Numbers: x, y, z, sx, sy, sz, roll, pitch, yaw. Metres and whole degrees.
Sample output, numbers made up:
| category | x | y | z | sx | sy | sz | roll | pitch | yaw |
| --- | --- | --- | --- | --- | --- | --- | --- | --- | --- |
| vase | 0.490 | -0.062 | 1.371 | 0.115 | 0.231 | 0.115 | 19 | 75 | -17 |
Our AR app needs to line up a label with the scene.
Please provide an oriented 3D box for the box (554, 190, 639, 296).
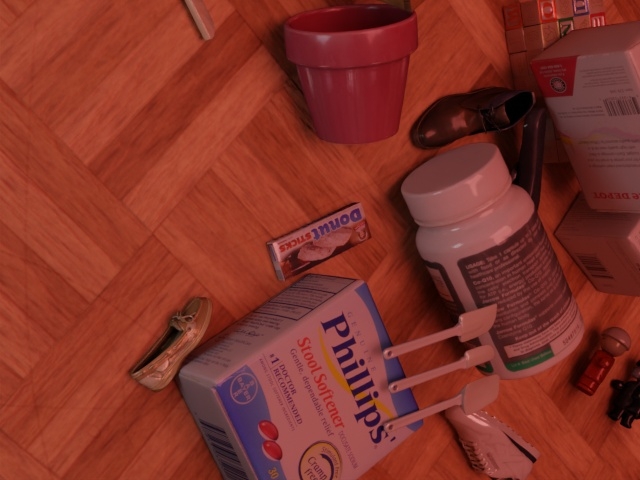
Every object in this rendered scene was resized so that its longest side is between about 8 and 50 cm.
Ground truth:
| category | x | y | z | sx | sy | sz | roll | pitch | yaw |
| --- | --- | --- | --- | --- | --- | --- | --- | --- | --- |
| box | 0.574 | 0.006 | 1.850 | 0.181 | 0.182 | 0.119 | 46 | 68 | -26 |

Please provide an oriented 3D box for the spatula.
| category | x | y | z | sx | sy | sz | roll | pitch | yaw |
| --- | --- | --- | --- | --- | --- | --- | --- | --- | --- |
| spatula | 0.189 | 0.202 | 1.508 | 0.242 | 0.019 | 0.168 | -14 | 112 | -37 |

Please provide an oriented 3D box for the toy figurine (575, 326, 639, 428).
| category | x | y | z | sx | sy | sz | roll | pitch | yaw |
| --- | --- | --- | --- | --- | --- | --- | --- | --- | --- |
| toy figurine | 0.620 | 0.278 | 1.875 | 0.213 | 0.209 | 0.148 | 39 | 81 | -30 |

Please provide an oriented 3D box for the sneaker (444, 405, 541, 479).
| category | x | y | z | sx | sy | sz | roll | pitch | yaw |
| --- | --- | --- | --- | --- | --- | --- | --- | --- | --- |
| sneaker | 0.294 | 0.363 | 1.738 | 0.235 | 0.090 | 0.095 | 39 | 80 | -27 |

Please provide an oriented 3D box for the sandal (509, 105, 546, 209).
| category | x | y | z | sx | sy | sz | roll | pitch | yaw |
| --- | --- | --- | --- | --- | --- | --- | --- | --- | --- |
| sandal | 0.360 | -0.116 | 1.759 | 0.097 | 0.054 | 0.254 | -35 | 132 | -60 |

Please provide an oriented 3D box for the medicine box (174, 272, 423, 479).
| category | x | y | z | sx | sy | sz | roll | pitch | yaw |
| --- | --- | --- | --- | --- | --- | --- | --- | --- | --- |
| medicine box | -0.030 | 0.232 | 1.471 | 0.289 | 0.149 | 0.263 | -33 | 110 | -28 |

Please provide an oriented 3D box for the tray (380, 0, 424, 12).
| category | x | y | z | sx | sy | sz | roll | pitch | yaw |
| --- | --- | --- | --- | --- | --- | --- | --- | --- | --- |
| tray | 0.181 | -0.528 | 1.546 | 0.411 | 0.203 | 0.076 | -46 | 145 | -23 |

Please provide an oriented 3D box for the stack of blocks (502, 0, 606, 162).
| category | x | y | z | sx | sy | sz | roll | pitch | yaw |
| --- | --- | --- | --- | --- | --- | --- | --- | --- | --- |
| stack of blocks | 0.444 | -0.295 | 1.806 | 0.171 | 0.087 | 0.297 | -17 | 102 | -32 |

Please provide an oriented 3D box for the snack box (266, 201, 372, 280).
| category | x | y | z | sx | sy | sz | roll | pitch | yaw |
| --- | --- | --- | --- | --- | --- | --- | --- | --- | --- |
| snack box | 0.000 | 0.000 | 1.557 | 0.178 | 0.022 | 0.064 | -26 | 105 | -30 |

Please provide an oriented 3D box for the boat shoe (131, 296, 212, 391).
| category | x | y | z | sx | sy | sz | roll | pitch | yaw |
| --- | --- | --- | --- | --- | --- | --- | --- | --- | --- |
| boat shoe | -0.209 | 0.140 | 1.404 | 0.048 | 0.056 | 0.153 | 40 | 79 | -30 |

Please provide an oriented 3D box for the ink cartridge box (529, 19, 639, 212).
| category | x | y | z | sx | sy | sz | roll | pitch | yaw |
| --- | --- | --- | --- | --- | --- | --- | --- | --- | --- |
| ink cartridge box | 0.520 | -0.206 | 1.673 | 0.131 | 0.226 | 0.306 | -40 | 114 | -24 |

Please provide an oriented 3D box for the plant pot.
| category | x | y | z | sx | sy | sz | roll | pitch | yaw |
| --- | --- | --- | --- | --- | --- | --- | --- | --- | --- |
| plant pot | 0.050 | -0.249 | 1.493 | 0.201 | 0.201 | 0.180 | -21 | 119 | -32 |

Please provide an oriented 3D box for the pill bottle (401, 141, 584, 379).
| category | x | y | z | sx | sy | sz | roll | pitch | yaw |
| --- | --- | --- | --- | --- | --- | --- | --- | --- | --- |
| pill bottle | 0.283 | 0.034 | 1.642 | 0.204 | 0.204 | 0.361 | -38 | 113 | -27 |

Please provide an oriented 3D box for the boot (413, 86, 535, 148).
| category | x | y | z | sx | sy | sz | roll | pitch | yaw |
| --- | --- | --- | --- | --- | --- | --- | --- | --- | --- |
| boot | 0.262 | -0.215 | 1.675 | 0.219 | 0.106 | 0.082 | -29 | 107 | -30 |

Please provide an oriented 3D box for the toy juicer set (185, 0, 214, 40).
| category | x | y | z | sx | sy | sz | roll | pitch | yaw |
| --- | --- | --- | --- | --- | --- | --- | --- | --- | --- |
| toy juicer set | -0.128 | -0.478 | 1.412 | 0.209 | 0.089 | 0.329 | 43 | 70 | -28 |
